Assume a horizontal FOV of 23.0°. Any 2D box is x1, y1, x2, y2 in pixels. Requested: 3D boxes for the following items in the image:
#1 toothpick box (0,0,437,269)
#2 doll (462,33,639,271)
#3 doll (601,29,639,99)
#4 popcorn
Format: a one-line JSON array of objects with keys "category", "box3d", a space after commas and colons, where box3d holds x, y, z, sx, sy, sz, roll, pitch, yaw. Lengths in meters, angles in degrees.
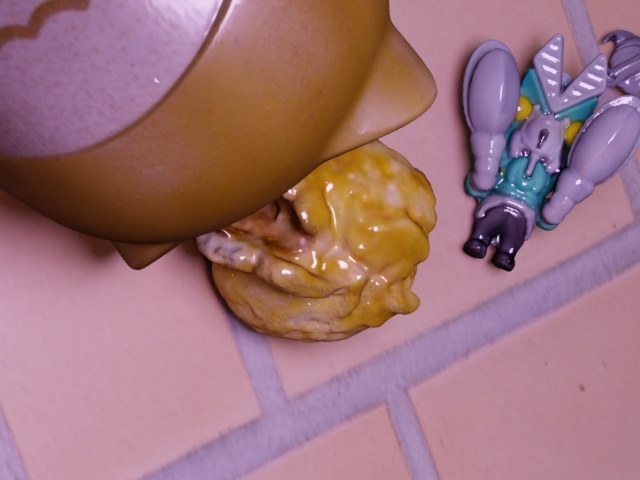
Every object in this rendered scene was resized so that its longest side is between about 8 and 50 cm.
[{"category": "toothpick box", "box3d": [-0.150, -0.211, 1.310, 0.409, 0.409, 0.425, -49, 115, -27]}, {"category": "doll", "box3d": [0.250, -0.099, 1.701, 0.195, 0.153, 0.258, -2, 84, -9]}, {"category": "doll", "box3d": [0.398, -0.205, 1.867, 0.194, 0.062, 0.104, -14, 93, -40]}, {"category": "popcorn", "box3d": [-0.002, 0.003, 1.521, 0.253, 0.190, 0.191, 7, 51, -22]}]
